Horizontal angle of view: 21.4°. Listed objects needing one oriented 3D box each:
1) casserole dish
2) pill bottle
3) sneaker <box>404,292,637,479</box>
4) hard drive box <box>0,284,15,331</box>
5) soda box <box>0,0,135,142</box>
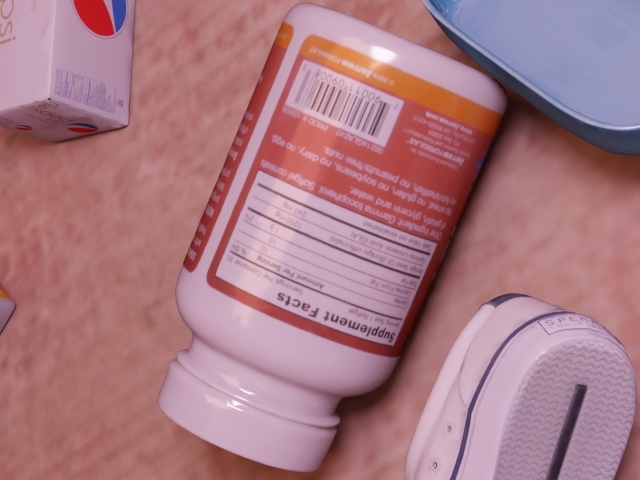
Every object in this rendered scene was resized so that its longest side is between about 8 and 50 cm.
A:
[{"bbox_3d":[0.129,-0.103,0.797,0.114,0.037,0.188,-36,49,-14],"label":"casserole dish"},{"bbox_3d":[0.000,0.000,0.851,0.121,0.121,0.216,28,98,41],"label":"pill bottle"},{"bbox_3d":[0.073,0.148,0.788,0.258,0.094,0.091,-68,19,10],"label":"sneaker"},{"bbox_3d":[-0.338,0.005,1.063,0.181,0.232,0.089,44,108,38],"label":"hard drive box"},{"bbox_3d":[-0.164,-0.177,1.071,0.074,0.069,0.216,-9,73,38],"label":"soda box"}]
